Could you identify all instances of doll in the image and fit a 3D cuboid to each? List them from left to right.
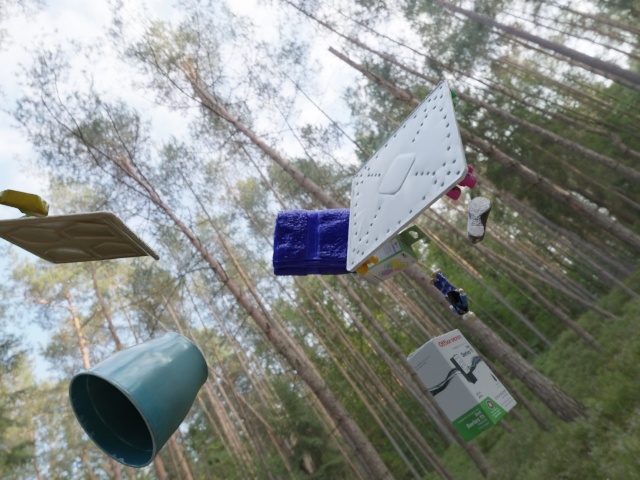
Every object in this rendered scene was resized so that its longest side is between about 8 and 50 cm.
[{"bbox_3d":[0.419,0.182,1.412,0.046,0.189,0.129,-25,-35,-16],"label":"doll"}]

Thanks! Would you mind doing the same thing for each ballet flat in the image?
[{"bbox_3d":[0.586,-0.074,1.670,0.250,0.084,0.058,-65,-27,-43],"label":"ballet flat"}]

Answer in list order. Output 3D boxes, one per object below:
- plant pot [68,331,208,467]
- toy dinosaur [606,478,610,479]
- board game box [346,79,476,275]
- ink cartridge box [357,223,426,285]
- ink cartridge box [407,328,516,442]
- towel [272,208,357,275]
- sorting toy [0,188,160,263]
[{"bbox_3d":[-0.438,0.378,1.154,0.255,0.272,0.271,-40,-23,-56],"label":"plant pot"},{"bbox_3d":[0.544,0.515,0.712,0.322,0.218,0.164,27,-99,-28],"label":"toy dinosaur"},{"bbox_3d":[0.206,-0.154,1.122,0.050,0.390,0.390,28,-48,-20],"label":"board game box"},{"bbox_3d":[0.210,0.045,1.294,0.209,0.062,0.109,-32,-33,20],"label":"ink cartridge box"},{"bbox_3d":[0.314,0.314,1.005,0.153,0.208,0.087,-2,-41,-51],"label":"ink cartridge box"},{"bbox_3d":[0.000,0.000,1.448,0.308,0.227,0.076,-1,-18,4],"label":"towel"},{"bbox_3d":[-0.420,-0.023,0.737,0.229,0.041,0.307,-1,-19,-2],"label":"sorting toy"}]
